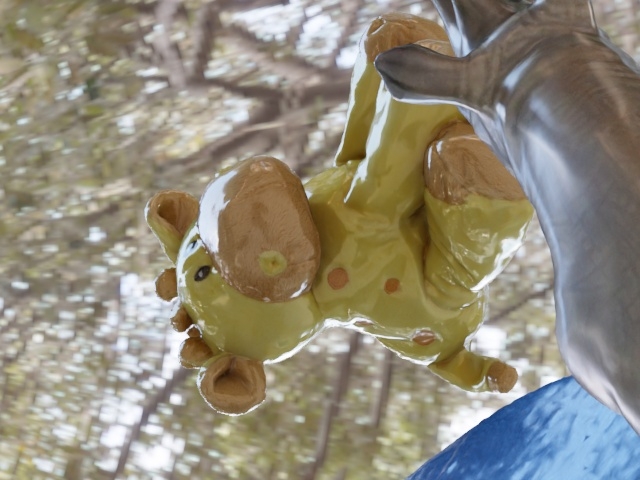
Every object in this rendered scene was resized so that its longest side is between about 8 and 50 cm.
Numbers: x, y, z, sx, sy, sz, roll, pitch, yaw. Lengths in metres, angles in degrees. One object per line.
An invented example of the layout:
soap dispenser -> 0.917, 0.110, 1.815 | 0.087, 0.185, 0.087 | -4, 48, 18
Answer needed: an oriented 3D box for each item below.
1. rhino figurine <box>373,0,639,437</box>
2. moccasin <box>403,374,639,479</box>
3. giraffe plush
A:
rhino figurine -> 0.088, 0.017, 0.402 | 0.073, 0.106, 0.243 | -40, -109, 10
moccasin -> 0.081, 0.163, 0.882 | 0.117, 0.342, 0.138 | 38, -134, -15
giraffe plush -> 0.000, 0.000, 1.013 | 0.170, 0.181, 0.210 | -9, -62, -14
